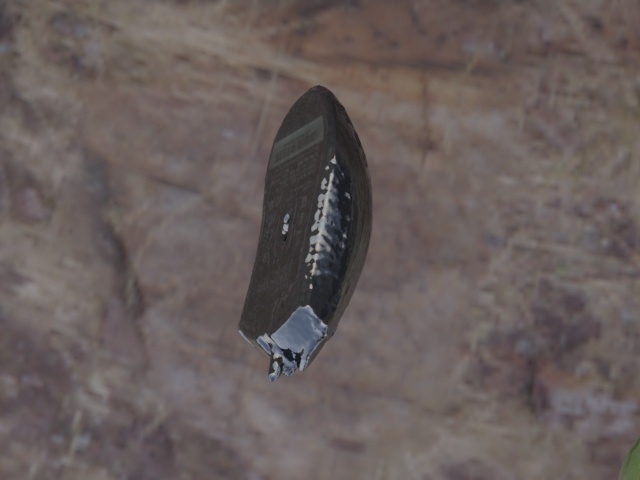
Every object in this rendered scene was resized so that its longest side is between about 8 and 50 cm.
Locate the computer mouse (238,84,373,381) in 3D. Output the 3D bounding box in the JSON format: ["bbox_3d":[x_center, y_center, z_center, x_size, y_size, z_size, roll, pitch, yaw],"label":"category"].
[{"bbox_3d":[0.000,0.000,1.638,0.088,0.264,0.147,19,164,-19],"label":"computer mouse"}]

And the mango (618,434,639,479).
[{"bbox_3d":[0.195,0.125,0.818,0.130,0.092,0.195,19,167,28],"label":"mango"}]
